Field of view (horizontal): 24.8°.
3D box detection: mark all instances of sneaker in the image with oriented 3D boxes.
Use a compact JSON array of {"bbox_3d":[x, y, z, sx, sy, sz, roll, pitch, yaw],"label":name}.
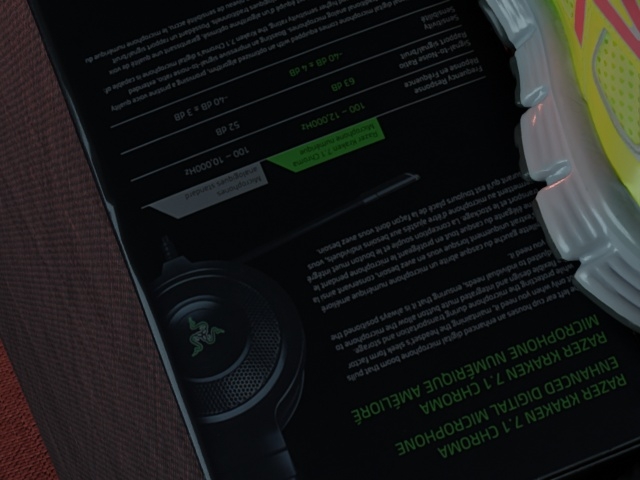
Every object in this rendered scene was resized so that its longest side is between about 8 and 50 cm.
[{"bbox_3d":[0.094,-0.082,0.406,0.094,0.081,0.209,-38,59,38],"label":"sneaker"}]

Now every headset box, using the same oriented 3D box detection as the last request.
[{"bbox_3d":[0.000,0.000,0.531,0.246,0.131,0.283,84,164,-75],"label":"headset box"}]
